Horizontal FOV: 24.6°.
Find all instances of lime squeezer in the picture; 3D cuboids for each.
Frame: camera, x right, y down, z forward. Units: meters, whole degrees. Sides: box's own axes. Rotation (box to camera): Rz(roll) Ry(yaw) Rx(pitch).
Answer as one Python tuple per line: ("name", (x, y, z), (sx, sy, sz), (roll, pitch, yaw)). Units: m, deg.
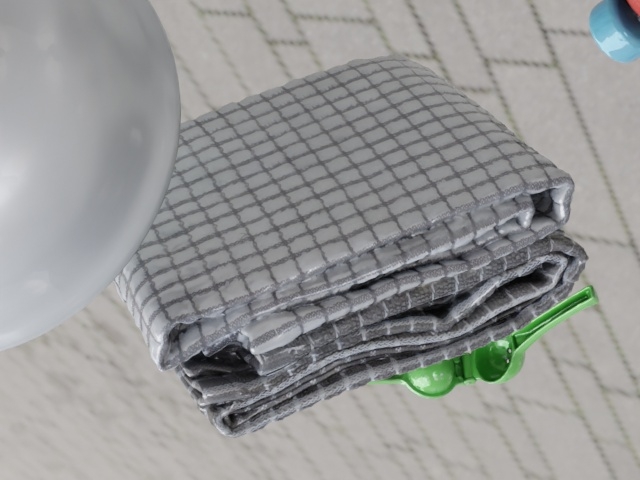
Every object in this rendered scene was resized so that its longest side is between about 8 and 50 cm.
("lime squeezer", (0.121, 0.113, 1.372), (0.310, 0.058, 0.110), (-16, 168, 20))

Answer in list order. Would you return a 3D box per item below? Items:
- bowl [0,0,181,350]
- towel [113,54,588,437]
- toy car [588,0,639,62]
("bowl", (-0.242, -0.082, 0.863), (0.298, 0.297, 0.134), (28, 175, 14))
("towel", (0.000, 0.000, 0.987), (0.235, 0.284, 0.121), (-129, 21, -52))
("toy car", (0.332, -0.346, 1.485), (0.238, 0.210, 0.219), (45, 138, -9))
